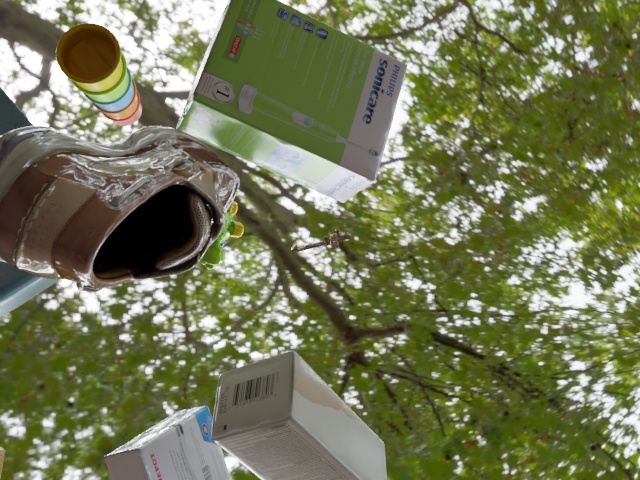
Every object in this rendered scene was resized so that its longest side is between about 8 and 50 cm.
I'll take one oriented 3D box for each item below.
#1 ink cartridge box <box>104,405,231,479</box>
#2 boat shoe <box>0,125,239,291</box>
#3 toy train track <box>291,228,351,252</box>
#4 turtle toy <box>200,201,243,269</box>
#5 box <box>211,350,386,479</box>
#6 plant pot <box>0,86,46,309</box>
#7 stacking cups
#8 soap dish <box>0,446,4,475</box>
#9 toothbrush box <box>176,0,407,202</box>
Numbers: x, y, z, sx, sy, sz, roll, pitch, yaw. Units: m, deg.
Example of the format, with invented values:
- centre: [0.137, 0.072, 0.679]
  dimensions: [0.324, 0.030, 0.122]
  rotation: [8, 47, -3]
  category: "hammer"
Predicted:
- centre: [-0.242, 0.370, 1.286]
  dimensions: [0.082, 0.191, 0.139]
  rotation: [-16, -88, 28]
  category: "ink cartridge box"
- centre: [-0.139, -0.018, 0.640]
  dimensions: [0.116, 0.324, 0.123]
  rotation: [29, -73, 13]
  category: "boat shoe"
- centre: [0.000, 0.000, 1.076]
  dimensions: [0.083, 0.048, 0.014]
  rotation: [-15, -66, 4]
  category: "toy train track"
- centre: [-0.174, -0.016, 1.231]
  dimensions: [0.066, 0.095, 0.130]
  rotation: [-52, -139, 34]
  category: "turtle toy"
- centre: [-0.024, 0.322, 1.266]
  dimensions: [0.148, 0.311, 0.121]
  rotation: [-20, -138, 21]
  category: "box"
- centre: [-0.441, -0.012, 0.959]
  dimensions: [0.247, 0.252, 0.248]
  rotation: [51, -26, -8]
  category: "plant pot"
- centre: [-0.358, -0.255, 1.313]
  dimensions: [0.096, 0.316, 0.096]
  rotation: [1, -97, -7]
  category: "stacking cups"
- centre: [-0.666, 0.374, 1.232]
  dimensions: [0.118, 0.291, 0.229]
  rotation: [28, -107, 43]
  category: "soap dish"
- centre: [-0.039, -0.212, 1.171]
  dimensions: [0.283, 0.122, 0.206]
  rotation: [22, -111, -15]
  category: "toothbrush box"
